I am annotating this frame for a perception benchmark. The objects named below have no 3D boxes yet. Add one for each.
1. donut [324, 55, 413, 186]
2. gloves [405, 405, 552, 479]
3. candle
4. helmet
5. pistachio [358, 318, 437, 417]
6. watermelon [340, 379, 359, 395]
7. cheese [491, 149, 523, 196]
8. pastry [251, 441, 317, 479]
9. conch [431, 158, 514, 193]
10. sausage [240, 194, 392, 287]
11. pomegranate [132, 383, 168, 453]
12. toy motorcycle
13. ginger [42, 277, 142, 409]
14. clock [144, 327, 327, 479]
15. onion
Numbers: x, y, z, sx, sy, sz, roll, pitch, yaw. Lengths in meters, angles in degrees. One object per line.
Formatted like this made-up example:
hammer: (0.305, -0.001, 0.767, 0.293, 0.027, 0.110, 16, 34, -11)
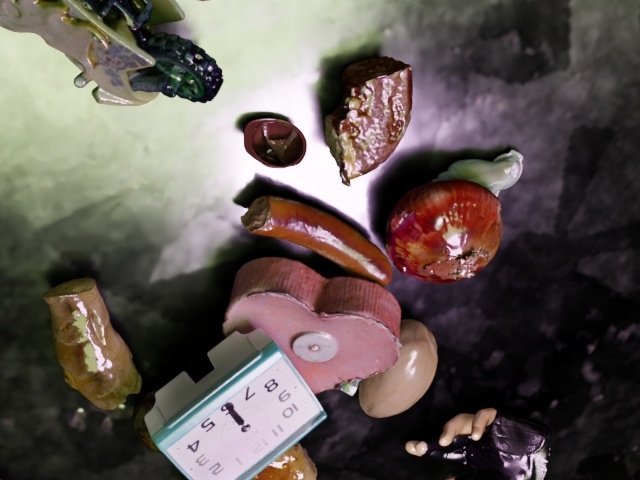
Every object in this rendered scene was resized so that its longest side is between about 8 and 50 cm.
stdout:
donut: (0.075, -0.207, 1.495, 0.144, 0.126, 0.187, -13, 121, -17)
gloves: (0.329, 0.444, 1.845, 0.300, 0.152, 0.197, 7, 91, -11)
candle: (-0.016, 0.167, 1.619, 0.316, 0.131, 0.287, 13, 131, -1)
helmet: (-0.082, -0.159, 1.513, 0.111, 0.057, 0.089, 14, 75, -10)
pistachio: (0.152, 0.255, 1.733, 0.135, 0.136, 0.226, 16, 116, -21)
watermelon: (0.043, 0.267, 1.754, 0.085, 0.085, 0.061, -26, 147, -2)
cheese: (0.334, -0.115, 1.658, 0.067, 0.026, 0.121, 28, 109, -22)
pastry: (-0.134, 0.477, 1.757, 0.257, 0.121, 0.236, 26, 101, -21)
conch: (0.271, -0.104, 1.620, 0.180, 0.065, 0.088, -12, 107, 0)
sausage: (0.001, -0.004, 1.581, 0.302, 0.103, 0.076, 25, 137, -23)
pomegranate: (-0.263, 0.328, 1.632, 0.163, 0.138, 0.126, -4, 82, 20)
toy motorcycle: (-0.332, -0.331, 1.278, 0.410, 0.237, 0.169, 43, 56, -29)
ginger: (-0.406, 0.187, 1.557, 0.116, 0.109, 0.263, -6, 118, 18)
clock: (-0.151, 0.303, 1.559, 0.262, 0.116, 0.231, -37, 131, -8)
onion: (0.229, 0.006, 1.592, 0.229, 0.163, 0.230, -7, 144, -5)
